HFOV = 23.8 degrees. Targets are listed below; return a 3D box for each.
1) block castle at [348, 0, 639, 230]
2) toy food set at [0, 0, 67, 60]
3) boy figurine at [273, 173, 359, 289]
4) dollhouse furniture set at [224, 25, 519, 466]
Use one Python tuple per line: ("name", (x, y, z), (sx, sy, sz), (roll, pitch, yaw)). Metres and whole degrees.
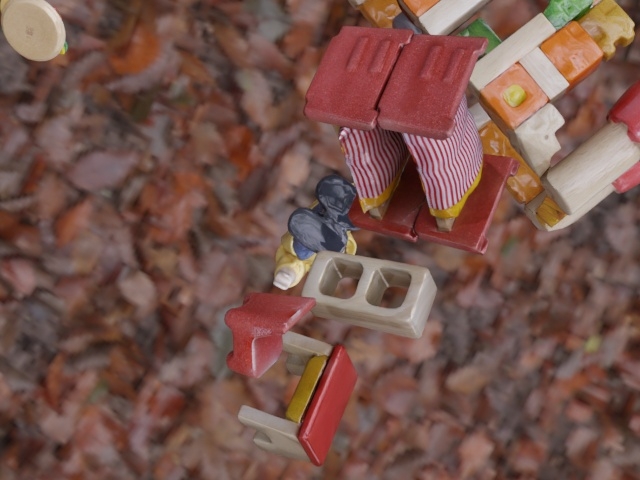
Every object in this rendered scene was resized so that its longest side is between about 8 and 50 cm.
("block castle", (0.221, -0.242, 1.747), (0.213, 0.453, 0.303), (-38, 173, -2))
("toy food set", (-0.326, -0.241, 1.724), (0.020, 0.083, 0.083), (-58, 153, -54))
("boy figurine", (0.000, 0.000, 2.022), (0.177, 0.092, 0.285), (-50, 174, -11))
("dollhouse furniture set", (0.046, 0.008, 1.412), (0.374, 0.152, 0.201), (-67, 153, -25))
